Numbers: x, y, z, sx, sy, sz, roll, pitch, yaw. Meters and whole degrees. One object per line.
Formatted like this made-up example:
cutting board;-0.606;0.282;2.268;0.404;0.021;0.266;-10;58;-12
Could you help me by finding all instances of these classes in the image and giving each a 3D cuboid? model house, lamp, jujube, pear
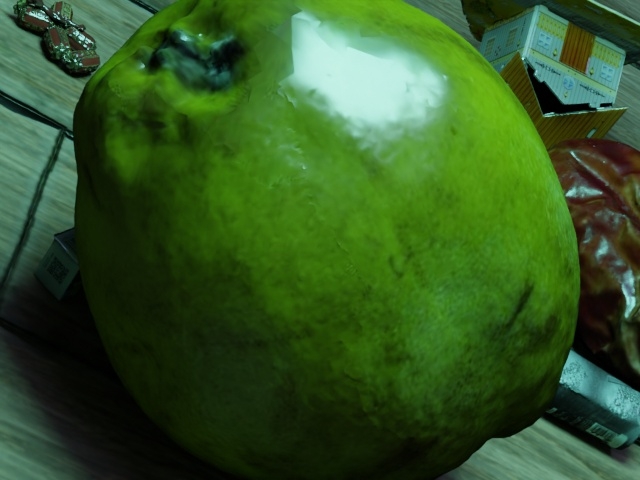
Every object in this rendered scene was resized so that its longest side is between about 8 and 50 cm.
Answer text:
model house;0.234;-0.178;1.886;0.219;0.207;0.136;23;73;-24
lamp;-0.229;-0.182;1.527;0.063;0.031;0.083;-13;63;-50
jujube;0.332;0.029;1.674;0.216;0.216;0.342;-2;37;-46
pear;0.000;0.000;1.250;0.413;0.352;0.352;52;27;-25

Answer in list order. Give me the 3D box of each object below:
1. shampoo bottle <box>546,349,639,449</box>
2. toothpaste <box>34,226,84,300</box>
shampoo bottle;0.198;0.121;1.552;0.207;0.057;0.063;29;41;-11
toothpaste;-0.158;0.000;1.358;0.034;0.046;0.164;45;33;13
